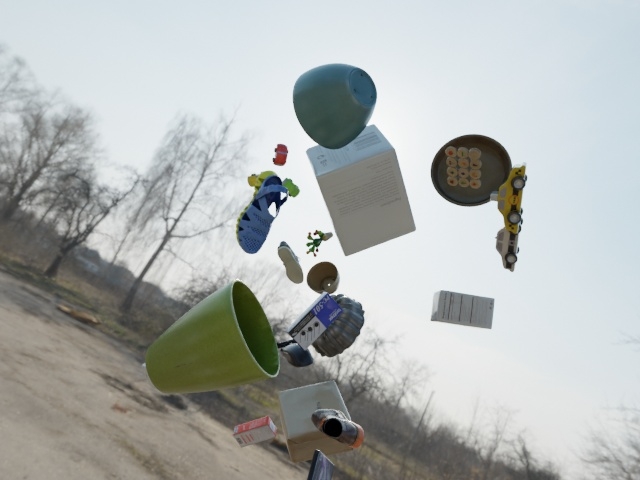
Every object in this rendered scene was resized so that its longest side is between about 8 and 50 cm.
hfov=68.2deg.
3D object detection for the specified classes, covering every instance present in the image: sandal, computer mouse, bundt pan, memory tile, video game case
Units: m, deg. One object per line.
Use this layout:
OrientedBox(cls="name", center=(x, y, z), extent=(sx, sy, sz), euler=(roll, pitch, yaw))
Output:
OrientedBox(cls="sandal", center=(-0.208, -0.098, 1.716), extent=(0.126, 0.317, 0.138), euler=(16, 5, -39))
OrientedBox(cls="computer mouse", center=(-0.143, 0.439, 1.887), extent=(0.184, 0.060, 0.262), euler=(-7, 10, -18))
OrientedBox(cls="bundt pan", center=(0.053, 0.396, 2.319), extent=(0.124, 0.331, 0.331), euler=(43, -22, -29))
OrientedBox(cls="memory tile", center=(0.454, -0.230, 1.501), extent=(0.113, 0.012, 0.148), euler=(12, -43, 30))
OrientedBox(cls="video game case", center=(-0.007, 0.926, 1.795), extent=(0.026, 0.196, 0.274), euler=(5, -33, 20))

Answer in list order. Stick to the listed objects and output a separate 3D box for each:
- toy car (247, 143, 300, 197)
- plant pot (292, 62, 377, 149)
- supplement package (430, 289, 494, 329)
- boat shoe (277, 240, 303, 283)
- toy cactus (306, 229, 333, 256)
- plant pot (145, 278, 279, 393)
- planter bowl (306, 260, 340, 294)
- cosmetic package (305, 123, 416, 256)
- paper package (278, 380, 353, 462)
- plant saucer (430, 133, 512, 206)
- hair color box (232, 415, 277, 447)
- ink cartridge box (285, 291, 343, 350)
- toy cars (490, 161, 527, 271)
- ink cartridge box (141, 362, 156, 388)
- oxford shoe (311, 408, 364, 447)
OrientedBox(cls="toy car", center=(-0.171, -0.273, 2.075), extent=(0.225, 0.239, 0.053), euler=(43, -1, -22))
OrientedBox(cls="plant pot", center=(0.078, -0.481, 1.610), extent=(0.290, 0.290, 0.195), euler=(37, -32, -29))
OrientedBox(cls="supplement package", center=(0.469, 0.231, 1.575), extent=(0.179, 0.105, 0.105), euler=(9, -10, 2))
OrientedBox(cls="boat shoe", center=(-0.151, 0.114, 2.407), extent=(0.095, 0.079, 0.254), euler=(-21, -57, 14))
OrientedBox(cls="toy cactus", center=(0.000, 0.000, 2.725), extent=(0.112, 0.180, 0.219), euler=(49, -33, 28))
OrientedBox(cls="plant pot", center=(-0.301, 0.286, 1.258), extent=(0.275, 0.293, 0.275), euler=(-24, 90, -85))
OrientedBox(cls="planter bowl", center=(0.027, 0.194, 2.266), extent=(0.162, 0.162, 0.109), euler=(16, -23, 34))
OrientedBox(cls="cosmetic package", center=(0.168, -0.215, 1.997), extent=(0.329, 0.327, 0.394), euler=(-107, 176, -59))
OrientedBox(cls="paper package", center=(-0.029, 0.851, 2.241), extent=(0.309, 0.168, 0.325), euler=(-8, 23, -11))
OrientedBox(cls="plant saucer", center=(0.534, -0.247, 1.685), extent=(0.278, 0.278, 0.041), euler=(20, -8, 22))
OrientedBox(cls="hair color box", center=(-0.235, 0.687, 1.700), extent=(0.043, 0.141, 0.072), euler=(-89, 156, -65))
OrientedBox(cls="ink cartridge box", center=(-0.022, 0.296, 1.751), extent=(0.097, 0.207, 0.046), euler=(49, -16, -13))
OrientedBox(cls="toy cars", center=(0.541, -0.063, 1.376), extent=(0.087, 0.176, 0.394), euler=(8, -31, 24))
OrientedBox(cls="ink cartridge box", center=(-0.540, 0.440, 1.635), extent=(0.052, 0.122, 0.089), euler=(3, -65, 48))
OrientedBox(cls="oxford shoe", center=(0.036, 0.640, 1.661), extent=(0.098, 0.097, 0.271), euler=(31, -20, -28))
